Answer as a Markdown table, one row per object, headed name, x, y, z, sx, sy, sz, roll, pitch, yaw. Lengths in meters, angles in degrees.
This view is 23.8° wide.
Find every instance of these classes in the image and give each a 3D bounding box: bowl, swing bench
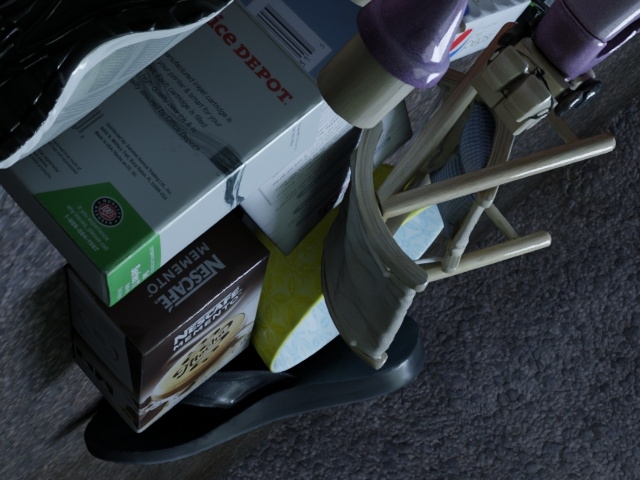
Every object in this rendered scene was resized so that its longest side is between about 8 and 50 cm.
| name | x | y | z | sx | sy | sz | roll | pitch | yaw |
| --- | --- | --- | --- | --- | --- | --- | --- | --- | --- |
| bowl | 0.000 | 0.000 | 1.767 | 0.289 | 0.156 | 0.289 | -40 | 167 | -11 |
| swing bench | 0.112 | -0.036 | 1.470 | 0.254 | 0.165 | 0.253 | -34 | 167 | -19 |

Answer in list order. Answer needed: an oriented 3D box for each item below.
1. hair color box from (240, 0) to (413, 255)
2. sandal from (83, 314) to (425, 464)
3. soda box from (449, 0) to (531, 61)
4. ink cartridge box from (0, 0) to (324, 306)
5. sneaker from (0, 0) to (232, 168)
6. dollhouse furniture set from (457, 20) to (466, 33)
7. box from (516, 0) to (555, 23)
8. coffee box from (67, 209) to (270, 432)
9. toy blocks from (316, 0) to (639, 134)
| name | x | y | z | sx | sy | sz | roll | pitch | yaw |
| --- | --- | --- | --- | --- | --- | --- | --- | --- | --- |
| hair color box | -0.026 | -0.115 | 1.387 | 0.185 | 0.113 | 0.374 | -43 | 168 | -2 |
| sandal | -0.094 | 0.159 | 1.910 | 0.445 | 0.107 | 0.167 | -18 | -151 | 5 |
| soda box | 0.132 | -0.234 | 1.585 | 0.216 | 0.074 | 0.069 | -28 | 161 | -53 |
| ink cartridge box | -0.121 | -0.079 | 1.102 | 0.208 | 0.153 | 0.087 | -39 | 168 | -16 |
| sneaker | -0.150 | -0.140 | 0.977 | 0.271 | 0.100 | 0.108 | -38 | -178 | -9 |
| dollhouse furniture set | 0.189 | -0.298 | 1.397 | 0.262 | 0.135 | 0.259 | -51 | 166 | 31 |
| box | 0.277 | -0.295 | 1.880 | 0.052 | 0.062 | 0.083 | -41 | 168 | -14 |
| coffee box | -0.161 | 0.073 | 1.583 | 0.168 | 0.119 | 0.297 | -38 | 167 | -19 |
| toy blocks | 0.087 | -0.246 | 0.817 | 0.260 | 0.309 | 0.288 | -44 | 170 | 33 |
